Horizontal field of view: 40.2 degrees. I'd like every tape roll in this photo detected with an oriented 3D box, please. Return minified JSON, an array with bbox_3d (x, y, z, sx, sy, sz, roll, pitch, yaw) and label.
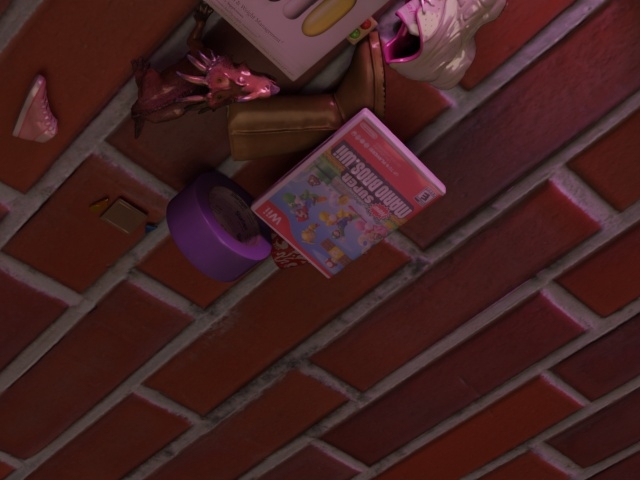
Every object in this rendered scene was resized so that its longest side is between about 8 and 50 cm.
[{"bbox_3d":[-0.180,-0.025,1.571,0.080,0.189,0.189,-36,124,26],"label":"tape roll"}]

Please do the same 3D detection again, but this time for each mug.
[{"bbox_3d":[-0.001,0.005,1.661,0.169,0.113,0.150,-14,128,13],"label":"mug"}]

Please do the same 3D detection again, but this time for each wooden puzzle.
[{"bbox_3d":[-0.373,-0.046,1.658,0.078,0.014,0.116,-30,126,26],"label":"wooden puzzle"}]

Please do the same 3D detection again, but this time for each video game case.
[{"bbox_3d":[0.045,-0.074,1.520,0.204,0.025,0.285,42,121,-18],"label":"video game case"}]

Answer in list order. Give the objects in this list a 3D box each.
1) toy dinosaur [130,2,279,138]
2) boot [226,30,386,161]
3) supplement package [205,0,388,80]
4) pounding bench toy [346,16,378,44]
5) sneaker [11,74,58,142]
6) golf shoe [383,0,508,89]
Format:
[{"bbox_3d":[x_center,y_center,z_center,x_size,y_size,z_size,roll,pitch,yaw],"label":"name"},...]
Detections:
[{"bbox_3d":[-0.219,-0.237,1.379,0.295,0.200,0.127,-29,126,21],"label":"toy dinosaur"},{"bbox_3d":[-0.026,-0.233,1.469,0.269,0.089,0.236,-2,130,1],"label":"boot"},{"bbox_3d":[-0.034,-0.390,1.292,0.203,0.149,0.194,-36,123,26],"label":"supplement package"},{"bbox_3d":[0.042,-0.345,1.390,0.083,0.065,0.052,-36,124,25],"label":"pounding bench toy"},{"bbox_3d":[-0.471,-0.219,1.480,0.070,0.051,0.134,20,130,-21],"label":"sneaker"},{"bbox_3d":[0.201,-0.368,1.336,0.140,0.115,0.306,5,130,-25],"label":"golf shoe"}]
